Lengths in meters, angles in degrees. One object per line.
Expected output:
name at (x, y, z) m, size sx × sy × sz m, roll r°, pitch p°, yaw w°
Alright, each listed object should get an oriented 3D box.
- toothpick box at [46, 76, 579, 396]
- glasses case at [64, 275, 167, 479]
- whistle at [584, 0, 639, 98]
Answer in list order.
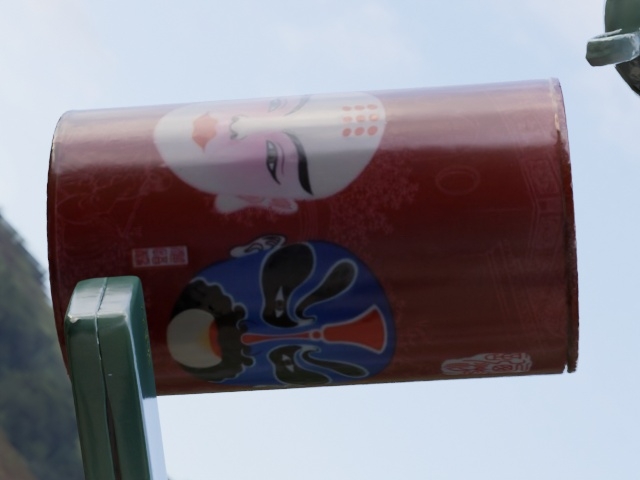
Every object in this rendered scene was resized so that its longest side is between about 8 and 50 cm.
toothpick box at (0.000, 0.000, 1.243) m, size 0.333 × 0.204 × 0.204 m, roll -5°, pitch -36°, yaw 4°
glasses case at (-0.117, 0.118, 1.091) m, size 0.078 × 0.039 × 0.184 m, roll -91°, pitch 176°, yaw -72°
whistle at (0.300, -0.168, 1.308) m, size 0.163 × 0.290 × 0.163 m, roll 37°, pitch -43°, yaw 44°
